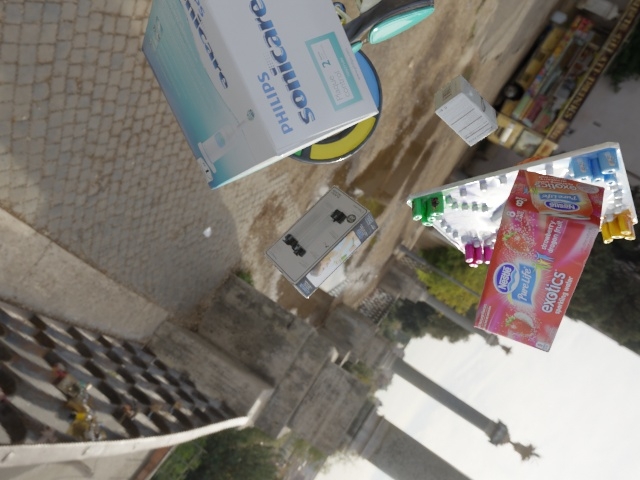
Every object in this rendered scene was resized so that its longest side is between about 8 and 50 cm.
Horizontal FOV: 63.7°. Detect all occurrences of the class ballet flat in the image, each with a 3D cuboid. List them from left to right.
[{"bbox_3d":[0.047,-0.277,0.660,0.203,0.074,0.074,-31,166,0],"label":"ballet flat"}]

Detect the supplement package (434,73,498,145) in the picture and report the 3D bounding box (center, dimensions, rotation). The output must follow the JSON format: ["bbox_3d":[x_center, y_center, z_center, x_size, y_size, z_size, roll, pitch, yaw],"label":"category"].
[{"bbox_3d":[0.451,-0.403,1.600,0.105,0.179,0.105,-34,-147,37],"label":"supplement package"}]

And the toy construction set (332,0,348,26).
[{"bbox_3d":[-0.037,-0.615,1.473,0.215,0.328,0.151,-49,-164,0],"label":"toy construction set"}]

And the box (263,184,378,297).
[{"bbox_3d":[0.000,0.000,1.454,0.290,0.169,0.087,-45,141,-7],"label":"box"}]

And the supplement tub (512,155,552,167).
[{"bbox_3d":[0.675,-0.083,1.562,0.193,0.194,0.316,-51,128,-30],"label":"supplement tub"}]

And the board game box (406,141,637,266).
[{"bbox_3d":[0.439,-0.047,1.095,0.390,0.390,0.050,29,55,-50],"label":"board game box"}]

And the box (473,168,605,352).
[{"bbox_3d":[0.338,0.035,0.813,0.122,0.128,0.256,-50,150,-45],"label":"box"}]

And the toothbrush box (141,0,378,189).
[{"bbox_3d":[-0.092,-0.193,0.599,0.126,0.216,0.295,-28,-171,-21],"label":"toothbrush box"}]

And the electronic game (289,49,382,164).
[{"bbox_3d":[-0.004,-0.248,0.898,0.229,0.229,0.048,-58,-173,-2],"label":"electronic game"}]
